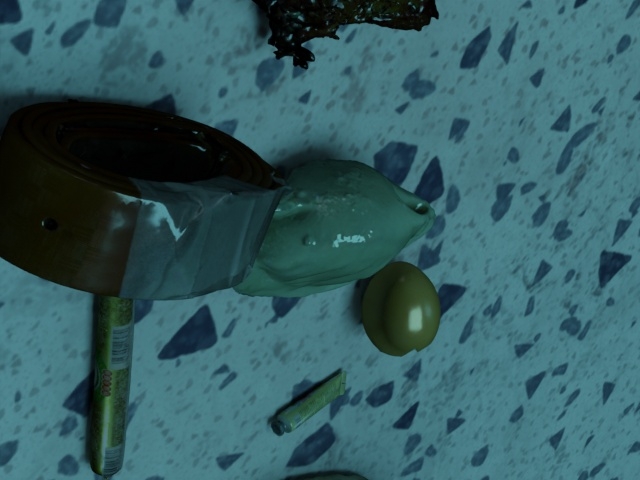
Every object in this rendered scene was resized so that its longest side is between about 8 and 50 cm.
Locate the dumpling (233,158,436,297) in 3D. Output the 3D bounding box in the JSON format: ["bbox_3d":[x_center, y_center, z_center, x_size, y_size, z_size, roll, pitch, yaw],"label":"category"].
[{"bbox_3d":[0.002,-0.015,1.718,0.219,0.152,0.108,6,72,-36],"label":"dumpling"}]

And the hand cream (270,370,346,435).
[{"bbox_3d":[-0.010,0.167,1.919,0.102,0.022,0.035,-33,141,-37],"label":"hand cream"}]

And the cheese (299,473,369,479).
[{"bbox_3d":[-0.012,0.405,2.007,0.332,0.153,0.292,-10,126,-45],"label":"cheese"}]

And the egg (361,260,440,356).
[{"bbox_3d":[0.079,0.067,1.885,0.080,0.080,0.096,-35,129,-26],"label":"egg"}]

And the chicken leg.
[{"bbox_3d":[0.026,-0.207,1.595,0.234,0.063,0.105,-21,139,-40],"label":"chicken leg"}]

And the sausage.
[{"bbox_3d":[-0.181,0.110,1.649,0.033,0.033,0.269,-24,136,-37],"label":"sausage"}]

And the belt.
[{"bbox_3d":[-0.140,-0.032,1.439,0.261,0.184,0.105,3,116,-51],"label":"belt"}]
